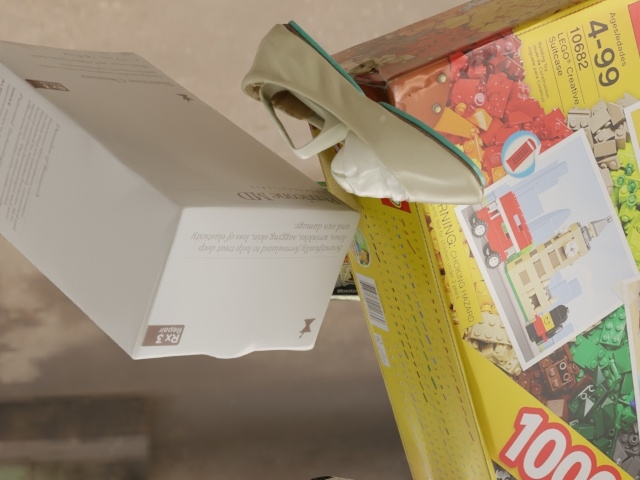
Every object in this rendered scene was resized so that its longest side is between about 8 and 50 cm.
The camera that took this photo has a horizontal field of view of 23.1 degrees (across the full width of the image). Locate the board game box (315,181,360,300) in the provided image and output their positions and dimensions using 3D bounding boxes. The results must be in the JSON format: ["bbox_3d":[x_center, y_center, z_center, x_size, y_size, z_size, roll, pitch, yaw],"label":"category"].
[{"bbox_3d":[0.000,0.000,1.756,0.259,0.136,0.030,1,167,19],"label":"board game box"}]

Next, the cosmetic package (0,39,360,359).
[{"bbox_3d":[-0.172,-0.046,1.473,0.217,0.385,0.156,-1,116,-45],"label":"cosmetic package"}]

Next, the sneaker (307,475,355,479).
[{"bbox_3d":[0.077,0.249,1.083,0.257,0.169,0.447,0,172,13],"label":"sneaker"}]

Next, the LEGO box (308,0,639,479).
[{"bbox_3d":[0.236,0.013,1.477,0.372,0.500,0.193,-24,-160,-20],"label":"LEGO box"}]

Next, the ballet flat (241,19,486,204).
[{"bbox_3d":[0.024,-0.082,1.234,0.086,0.248,0.086,-28,140,-26],"label":"ballet flat"}]
